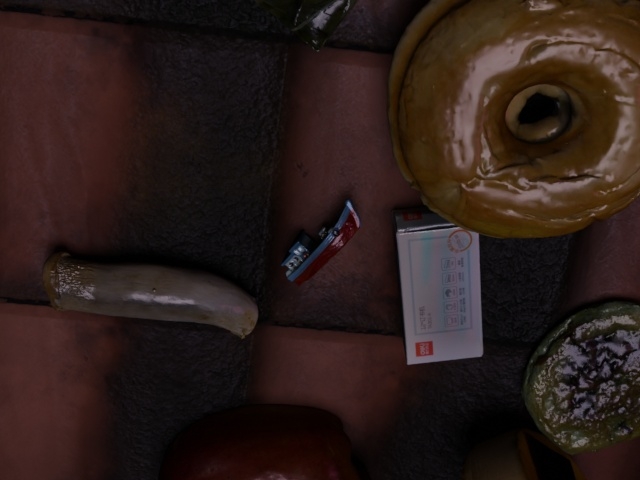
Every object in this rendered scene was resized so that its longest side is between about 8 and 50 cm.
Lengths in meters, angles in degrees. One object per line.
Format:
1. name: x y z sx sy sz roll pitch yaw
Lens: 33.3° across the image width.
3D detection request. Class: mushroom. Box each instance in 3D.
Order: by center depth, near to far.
1. mushroom: -0.272 0.087 1.732 0.351 0.095 0.123 11 138 -8

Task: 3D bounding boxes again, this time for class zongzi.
1. zongzi: -0.017 -0.346 1.519 0.119 0.055 0.109 38 109 -9

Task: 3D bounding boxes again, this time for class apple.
1. apple: -0.091 0.459 1.933 0.365 0.295 0.329 -22 156 11

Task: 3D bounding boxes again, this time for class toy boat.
1. toy boat: 0.000 0.000 1.704 0.059 0.069 0.173 42 117 -8

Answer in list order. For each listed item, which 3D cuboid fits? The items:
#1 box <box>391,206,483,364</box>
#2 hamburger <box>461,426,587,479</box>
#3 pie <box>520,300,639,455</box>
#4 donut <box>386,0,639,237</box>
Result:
1. box: 0.194 0.070 1.746 0.135 0.079 0.269 -7 119 0
2. hamburger: 0.362 0.475 1.863 0.176 0.300 0.300 -38 115 25
3. pie: 0.508 0.241 1.865 0.323 0.070 0.323 -1 118 -2
4. donut: 0.313 -0.196 1.537 0.449 0.198 0.449 -1 116 -2
